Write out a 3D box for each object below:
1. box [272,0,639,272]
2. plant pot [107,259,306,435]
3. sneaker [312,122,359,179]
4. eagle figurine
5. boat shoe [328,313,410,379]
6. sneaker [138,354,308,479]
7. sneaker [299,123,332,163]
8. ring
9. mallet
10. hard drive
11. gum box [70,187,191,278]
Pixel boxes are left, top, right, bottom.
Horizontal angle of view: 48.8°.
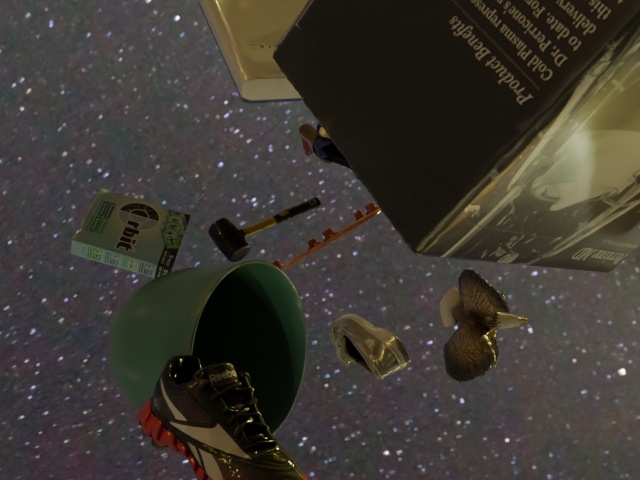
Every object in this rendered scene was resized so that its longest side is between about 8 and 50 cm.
[{"bbox_3d":[0.298,-0.229,0.717,0.480,0.472,0.297,5,-135,-48],"label":"box"},{"bbox_3d":[-0.199,0.177,1.151,0.293,0.235,0.293,1,-91,-57],"label":"plant pot"},{"bbox_3d":[0.055,-0.251,1.357,0.182,0.127,0.316,-20,-98,-12],"label":"sneaker"},{"bbox_3d":[0.375,0.191,1.670,0.226,0.225,0.298,59,-157,16],"label":"eagle figurine"},{"bbox_3d":[0.095,0.263,1.722,0.103,0.320,0.118,-33,-70,-20],"label":"boat shoe"},{"bbox_3d":[-0.114,0.228,0.858,0.097,0.276,0.135,3,-72,-52],"label":"sneaker"},{"bbox_3d":[-0.004,-0.198,1.546,0.042,0.067,0.118,-32,-117,-11],"label":"sneaker"},{"bbox_3d":[0.000,0.000,1.582,0.336,0.336,0.032,-31,-89,-50],"label":"ring"},{"bbox_3d":[-0.070,-0.020,1.051,0.189,0.039,0.062,-18,-119,-30],"label":"mallet"},{"bbox_3d":[-0.056,-0.315,1.097,0.210,0.040,0.319,-7,-137,-18],"label":"hard drive"},{"bbox_3d":[-0.354,-0.012,1.336,0.184,0.041,0.157,16,-139,-8],"label":"gum box"}]
